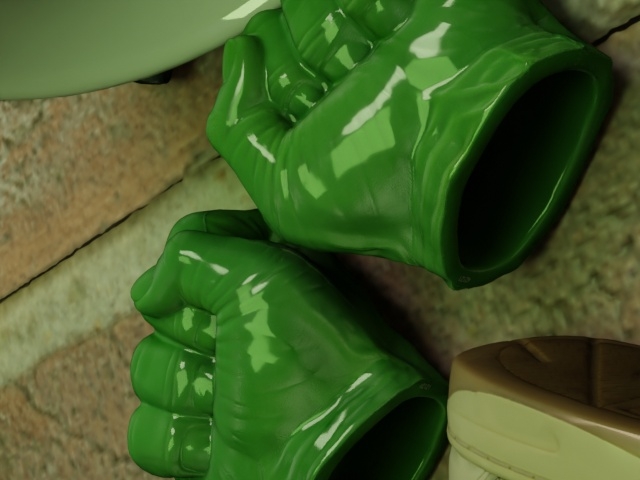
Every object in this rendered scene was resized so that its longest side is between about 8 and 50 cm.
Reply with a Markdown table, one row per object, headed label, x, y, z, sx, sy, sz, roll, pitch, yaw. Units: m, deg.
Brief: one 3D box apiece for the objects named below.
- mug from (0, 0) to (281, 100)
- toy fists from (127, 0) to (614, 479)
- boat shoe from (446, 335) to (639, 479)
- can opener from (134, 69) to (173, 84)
| label | x | y | z | sx | sy | sz | roll | pitch | yaw |
| --- | --- | --- | --- | --- | --- | --- | --- | --- | --- |
| mug | -0.142 | -0.298 | 0.608 | 0.374 | 0.276 | 0.328 | 87 | 165 | -54 |
| toy fists | 0.000 | 0.000 | 0.637 | 0.142 | 0.096 | 0.279 | 41 | 119 | 38 |
| boat shoe | 0.169 | 0.120 | 0.466 | 0.341 | 0.121 | 0.110 | 20 | 109 | 53 |
| can opener | -0.137 | -0.139 | 0.792 | 0.186 | 0.059 | 0.073 | 32 | 112 | 39 |
